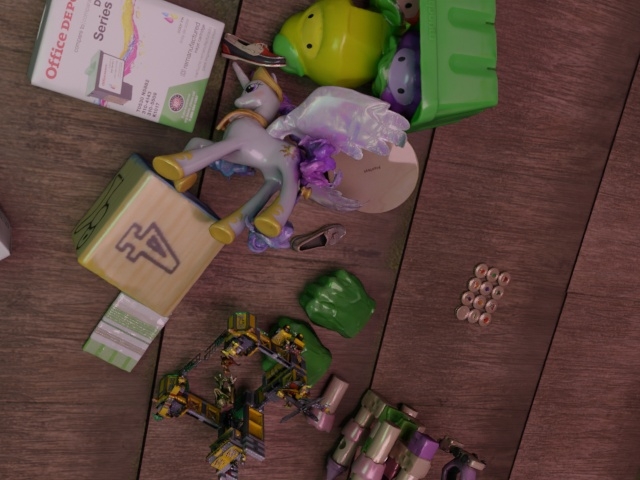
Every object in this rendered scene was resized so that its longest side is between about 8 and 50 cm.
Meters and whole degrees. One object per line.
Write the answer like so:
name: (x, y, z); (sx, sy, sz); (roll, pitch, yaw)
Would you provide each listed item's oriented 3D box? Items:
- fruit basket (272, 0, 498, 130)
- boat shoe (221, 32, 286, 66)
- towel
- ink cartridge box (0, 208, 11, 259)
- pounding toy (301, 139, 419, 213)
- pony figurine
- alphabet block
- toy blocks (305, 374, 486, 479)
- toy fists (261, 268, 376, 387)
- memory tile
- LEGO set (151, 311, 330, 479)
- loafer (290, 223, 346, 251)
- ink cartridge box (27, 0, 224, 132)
fruit basket: (0.107, -0.370, 1.314); (0.392, 0.283, 0.392); (0, 88, -15)
boat shoe: (-0.122, -0.345, 1.334); (0.049, 0.137, 0.043); (-21, 126, -61)
towel: (-0.382, 0.175, 1.443); (0.113, 0.023, 0.152); (35, 93, -26)
ink cartridge box: (-0.691, -0.009, 1.161); (0.306, 0.131, 0.226); (-29, 124, -5)
pounding toy: (0.083, -0.162, 1.501); (0.237, 0.110, 0.183); (11, 111, 2)
pony figurine: (-0.067, -0.145, 1.267); (0.351, 0.303, 0.363); (30, 49, 0)
alphabet block: (-0.307, -0.014, 1.318); (0.193, 0.192, 0.197); (38, 90, -26)
toy blocks: (0.130, 0.503, 1.616); (0.309, 0.288, 0.260); (28, 91, -31)
toy fists: (-0.014, 0.183, 1.557); (0.279, 0.096, 0.142); (-49, 124, 0)
memory tile: (0.391, 0.132, 1.758); (0.113, 0.012, 0.148); (20, 98, -27)
LEGO set: (-0.167, 0.321, 1.424); (0.331, 0.192, 0.255); (-35, 120, 17)
loafer: (0.000, 0.000, 1.535); (0.125, 0.039, 0.045); (-18, 112, -17)
ink cartridge box: (-0.333, -0.323, 1.249); (0.278, 0.117, 0.201); (14, 100, -25)
